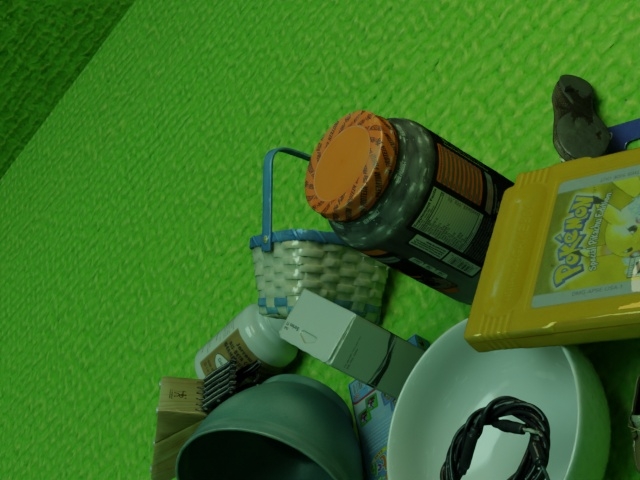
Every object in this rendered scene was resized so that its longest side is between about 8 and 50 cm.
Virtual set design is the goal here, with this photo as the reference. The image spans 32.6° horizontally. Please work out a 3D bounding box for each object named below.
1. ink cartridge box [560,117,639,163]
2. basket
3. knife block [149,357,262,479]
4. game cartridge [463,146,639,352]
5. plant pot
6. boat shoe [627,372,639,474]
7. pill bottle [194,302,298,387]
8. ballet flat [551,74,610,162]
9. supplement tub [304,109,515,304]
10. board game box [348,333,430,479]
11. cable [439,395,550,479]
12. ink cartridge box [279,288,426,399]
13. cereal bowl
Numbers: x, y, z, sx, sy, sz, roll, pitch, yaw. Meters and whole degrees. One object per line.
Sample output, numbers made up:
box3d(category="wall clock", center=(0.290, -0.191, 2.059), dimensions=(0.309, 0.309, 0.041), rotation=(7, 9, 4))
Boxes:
box3d(category="ink cartridge box", center=(0.430, -0.044, 1.510), dimensions=(0.324, 0.071, 0.330), rotation=(-16, 57, 48))
box3d(category="basket", center=(0.000, 0.000, 1.878), dimensions=(0.201, 0.255, 0.288), rotation=(-2, 78, 55))
box3d(category="knife block", center=(-0.177, 0.330, 1.977), dimensions=(0.088, 0.242, 0.275), rotation=(-91, 10, -52))
box3d(category="game cartridge", center=(0.354, 0.003, 1.400), dimensions=(0.324, 0.052, 0.285), rotation=(-11, 47, 40))
box3d(category="plant pot", center=(-0.057, 0.337, 1.741), dimensions=(0.293, 0.293, 0.196), rotation=(-32, 19, 37))
box3d(category="boat shoe", center=(0.408, 0.228, 1.375), dimensions=(0.050, 0.045, 0.135), rotation=(-16, 56, 47))
box3d(category="pill bottle", center=(-0.115, 0.189, 2.008), dimensions=(0.229, 0.131, 0.131), rotation=(-43, 39, 27))
box3d(category="ballet flat", center=(0.375, -0.168, 1.622), dimensions=(0.250, 0.084, 0.058), rotation=(-80, 6, -55))
box3d(category="supplement tub", center=(0.154, -0.049, 1.633), dimensions=(0.207, 0.338, 0.207), rotation=(-32, 44, 38))
box3d(category="board game box", center=(0.125, 0.276, 1.719), dimensions=(0.160, 0.039, 0.211), rotation=(-41, 39, 28))
box3d(category="cable", center=(0.205, 0.276, 1.360), dimensions=(0.184, 0.047, 0.150), rotation=(-39, 42, 32))
box3d(category="ink cartridge box", center=(0.064, 0.165, 1.654), dimensions=(0.153, 0.208, 0.086), rotation=(23, 84, 55))
box3d(category="cereal bowl", center=(0.252, 0.272, 1.466), dimensions=(0.339, 0.141, 0.338), rotation=(-31, 45, 37))
